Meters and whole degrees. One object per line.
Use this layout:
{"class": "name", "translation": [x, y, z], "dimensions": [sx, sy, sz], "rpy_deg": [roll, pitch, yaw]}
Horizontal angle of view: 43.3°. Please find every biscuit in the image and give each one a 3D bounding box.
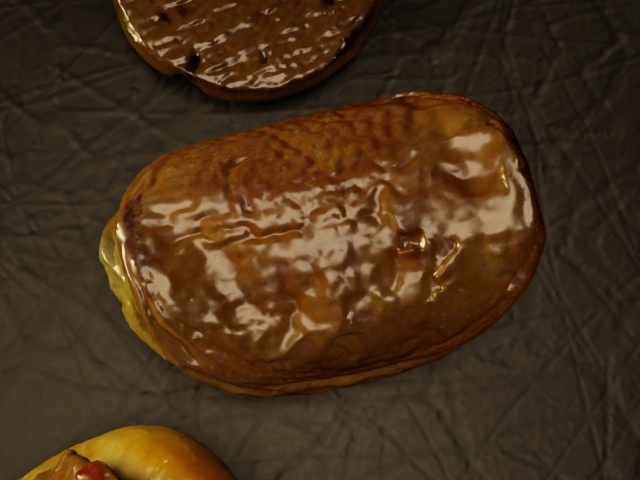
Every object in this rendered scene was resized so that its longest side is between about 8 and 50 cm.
{"class": "biscuit", "translation": [-0.054, -0.204, 0.618], "dimensions": [0.212, 0.036, 0.212], "rpy_deg": [2, 76, -7]}

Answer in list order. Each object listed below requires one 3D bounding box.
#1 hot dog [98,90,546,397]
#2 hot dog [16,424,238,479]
{"class": "hot dog", "translation": [0.000, 0.000, 0.535], "dimensions": [0.272, 0.122, 0.196], "rpy_deg": [-17, 77, -5]}
{"class": "hot dog", "translation": [-0.041, 0.274, 0.396], "dimensions": [0.185, 0.223, 0.405], "rpy_deg": [-34, 80, -24]}
